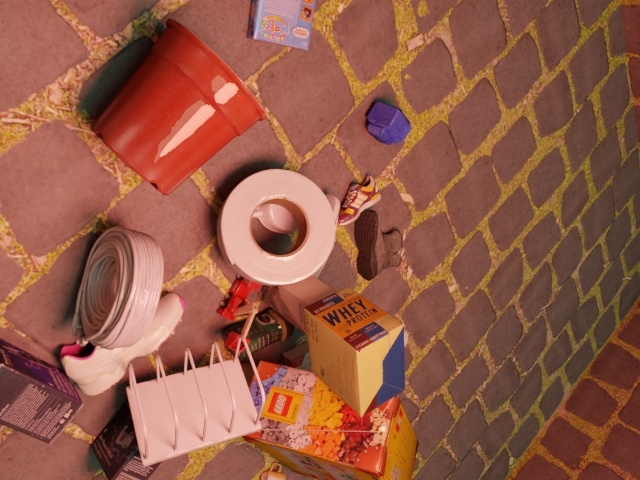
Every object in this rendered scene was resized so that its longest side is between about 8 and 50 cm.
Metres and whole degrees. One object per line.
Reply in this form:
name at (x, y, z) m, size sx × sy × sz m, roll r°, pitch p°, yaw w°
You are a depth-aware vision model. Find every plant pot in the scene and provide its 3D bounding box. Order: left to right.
plant pot at (-0.299, -0.252, 1.186) m, size 0.265 × 0.272 × 0.272 m, roll -48°, pitch 131°, yaw -4°

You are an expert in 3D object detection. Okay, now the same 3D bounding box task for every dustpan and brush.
dustpan and brush at (-0.135, -0.077, 1.521) m, size 0.211 × 0.060 × 0.147 m, roll -18°, pitch 106°, yaw -40°

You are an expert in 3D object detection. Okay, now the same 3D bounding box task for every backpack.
backpack at (0.194, -0.326, 1.654) m, size 0.101 × 0.098 × 0.120 m, roll -56°, pitch 145°, yaw 5°

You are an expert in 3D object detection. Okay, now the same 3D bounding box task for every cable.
cable at (-0.421, 0.100, 1.217) m, size 0.089 × 0.257 × 0.257 m, roll 14°, pitch 76°, yaw -43°

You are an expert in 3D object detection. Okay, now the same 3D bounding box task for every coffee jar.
coffee jar at (-0.167, 0.252, 1.594) m, size 0.184 × 0.096 × 0.079 m, roll -20°, pitch 125°, yaw -31°

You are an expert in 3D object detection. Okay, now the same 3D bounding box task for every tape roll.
tape roll at (-0.112, -0.029, 1.433) m, size 0.286 × 0.100 × 0.286 m, roll 2°, pitch 85°, yaw -17°

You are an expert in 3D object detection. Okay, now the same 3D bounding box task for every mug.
mug at (-0.156, 0.756, 1.845) m, size 0.062 × 0.078 × 0.064 m, roll -38°, pitch 126°, yaw 21°

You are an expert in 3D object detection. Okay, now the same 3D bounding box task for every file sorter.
file sorter at (-0.288, 0.354, 1.326) m, size 0.278 × 0.192 × 0.173 m, roll -11°, pitch 144°, yaw -22°

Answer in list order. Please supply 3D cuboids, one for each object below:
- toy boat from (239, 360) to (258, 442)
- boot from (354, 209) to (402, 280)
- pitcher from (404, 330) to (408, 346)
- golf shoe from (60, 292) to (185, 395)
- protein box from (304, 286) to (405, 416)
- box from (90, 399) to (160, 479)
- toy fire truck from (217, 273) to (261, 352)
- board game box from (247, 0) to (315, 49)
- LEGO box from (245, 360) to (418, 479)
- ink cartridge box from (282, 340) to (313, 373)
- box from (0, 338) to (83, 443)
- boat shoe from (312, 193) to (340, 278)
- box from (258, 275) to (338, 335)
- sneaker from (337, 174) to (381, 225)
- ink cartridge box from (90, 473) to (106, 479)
toy boat at (-0.231, 0.450, 1.615) m, size 0.151 × 0.151 × 0.231 m, roll -4°, pitch 113°, yaw -7°
boot at (0.188, -0.005, 1.802) m, size 0.161 × 0.083 × 0.246 m, roll -27°, pitch 129°, yaw -36°
pitcher at (0.215, 0.413, 1.966) m, size 0.207 × 0.126 × 0.177 m, roll -52°, pitch 148°, yaw -25°
golf shoe at (-0.453, 0.216, 1.339) m, size 0.306 × 0.115 × 0.140 m, roll -43°, pitch 126°, yaw -19°
protein box at (0.080, 0.253, 1.350) m, size 0.136 × 0.201 × 0.199 m, roll -23°, pitch 124°, yaw -28°
box at (-0.456, 0.495, 1.418) m, size 0.158 × 0.156 × 0.093 m, roll -51°, pitch 130°, yaw -11°
toy fire truck at (-0.203, 0.179, 1.507) m, size 0.047 × 0.135 × 0.192 m, roll 34°, pitch 85°, yaw -42°
board game box at (-0.084, -0.570, 1.363) m, size 0.160 × 0.039 × 0.211 m, roll -2°, pitch 108°, yaw -38°
LEGO box at (0.046, 0.539, 1.587) m, size 0.500 × 0.373 × 0.193 m, roll 66°, pitch 38°, yaw -55°
ink cartridge box at (-0.057, 0.390, 1.766) m, size 0.099 × 0.056 × 0.135 m, roll -21°, pitch 120°, yaw -31°
box at (-0.627, 0.307, 1.204) m, size 0.108 × 0.153 × 0.207 m, roll -52°, pitch 132°, yaw -11°
boat shoe at (0.000, 0.000, 1.629) m, size 0.088 × 0.096 × 0.267 m, roll 13°, pitch 100°, yaw -46°
box at (-0.060, 0.147, 1.516) m, size 0.094 × 0.275 × 0.113 m, roll -22°, pitch 121°, yaw -29°
sneaker at (0.093, -0.117, 1.681) m, size 0.185 × 0.070 × 0.083 m, roll -39°, pitch 119°, yaw -28°
ink cartridge box at (-0.568, 0.764, 1.465) m, size 0.197 × 0.114 × 0.272 m, roll -32°, pitch 124°, yaw -26°
